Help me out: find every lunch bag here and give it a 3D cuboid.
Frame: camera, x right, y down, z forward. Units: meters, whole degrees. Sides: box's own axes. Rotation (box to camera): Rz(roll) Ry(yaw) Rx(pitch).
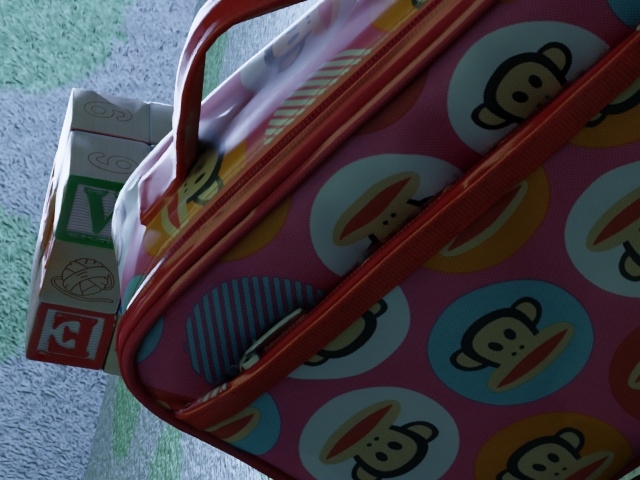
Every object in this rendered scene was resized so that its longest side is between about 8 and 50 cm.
[{"bbox_3d":[0.062,-0.022,0.705,0.293,0.258,0.120,-42,31,24],"label":"lunch bag"}]

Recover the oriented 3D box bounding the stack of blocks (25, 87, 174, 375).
[{"bbox_3d":[0.000,0.000,0.997,0.087,0.297,0.171,-98,21,-54],"label":"stack of blocks"}]

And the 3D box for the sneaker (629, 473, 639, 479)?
[{"bbox_3d":[0.132,0.214,0.697,0.295,0.105,0.147,-87,10,-46],"label":"sneaker"}]
